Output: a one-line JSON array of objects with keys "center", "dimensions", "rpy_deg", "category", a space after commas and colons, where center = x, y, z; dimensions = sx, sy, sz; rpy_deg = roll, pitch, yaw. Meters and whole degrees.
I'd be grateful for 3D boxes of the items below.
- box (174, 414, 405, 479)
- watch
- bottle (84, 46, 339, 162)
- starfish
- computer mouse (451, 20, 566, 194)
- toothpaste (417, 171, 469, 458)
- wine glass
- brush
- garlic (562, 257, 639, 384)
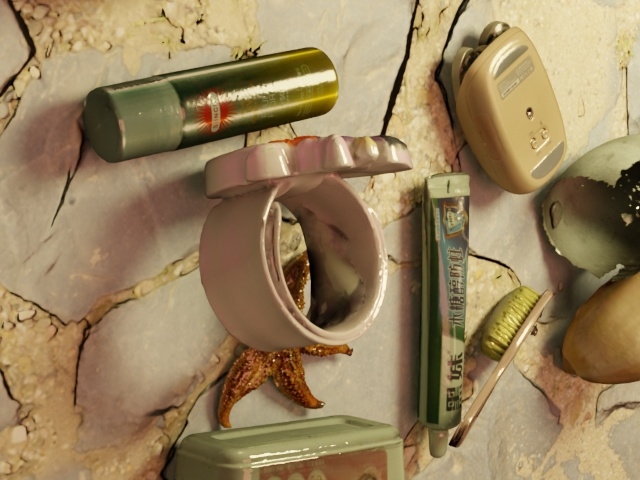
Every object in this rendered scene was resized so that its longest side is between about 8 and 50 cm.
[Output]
[{"center": [-0.034, 0.311, 1.249], "dimensions": [0.312, 0.175, 0.182], "rpy_deg": [0, 91, -40], "category": "box"}, {"center": [0.000, 0.000, 1.173], "dimensions": [0.244, 0.196, 0.231], "rpy_deg": [-8, 85, -48], "category": "watch"}, {"center": [-0.112, -0.149, 1.149], "dimensions": [0.286, 0.082, 0.082], "rpy_deg": [-18, 109, -36], "category": "bottle"}, {"center": [-0.048, 0.123, 1.281], "dimensions": [0.227, 0.043, 0.240], "rpy_deg": [43, 76, -34], "category": "starfish"}, {"center": [0.255, -0.176, 1.451], "dimensions": [0.145, 0.082, 0.236], "rpy_deg": [-44, 121, -24], "category": "computer mouse"}, {"center": [0.166, 0.104, 1.441], "dimensions": [0.099, 0.061, 0.392], "rpy_deg": [-8, 103, -47], "category": "toothpaste"}, {"center": [0.492, -0.090, 1.603], "dimensions": [0.357, 0.190, 0.190], "rpy_deg": [-36, 119, -35], "category": "wine glass"}, {"center": [0.235, 0.167, 1.480], "dimensions": [0.313, 0.067, 0.072], "rpy_deg": [-50, 158, -38], "category": "brush"}, {"center": [0.506, 0.078, 1.652], "dimensions": [0.151, 0.196, 0.338], "rpy_deg": [49, 65, -9], "category": "garlic"}]
